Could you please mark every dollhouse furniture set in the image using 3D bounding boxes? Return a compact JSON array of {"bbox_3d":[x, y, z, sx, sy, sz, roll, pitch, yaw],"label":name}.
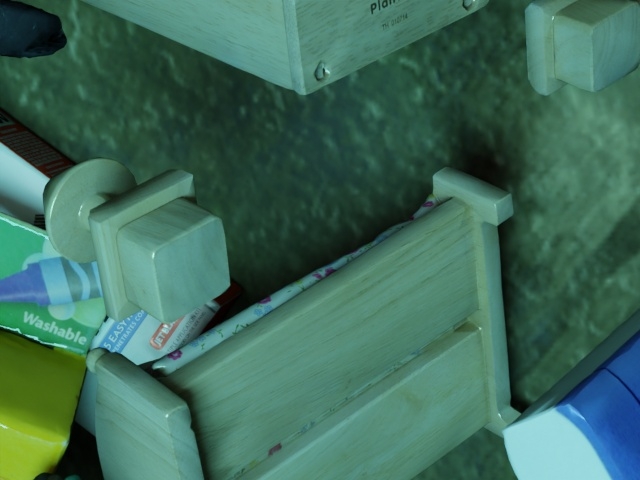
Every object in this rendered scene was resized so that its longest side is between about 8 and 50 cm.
[{"bbox_3d":[0.000,0.000,0.835,0.174,0.303,0.355,28,136,41],"label":"dollhouse furniture set"}]

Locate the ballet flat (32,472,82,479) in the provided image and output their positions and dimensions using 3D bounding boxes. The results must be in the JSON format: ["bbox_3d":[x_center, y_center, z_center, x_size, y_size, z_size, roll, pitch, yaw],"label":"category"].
[{"bbox_3d":[-0.108,0.225,0.824,0.096,0.095,0.280,-18,126,1],"label":"ballet flat"}]

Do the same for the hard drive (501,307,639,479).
[{"bbox_3d":[0.208,0.094,0.706,0.040,0.319,0.210,-29,92,40],"label":"hard drive"}]

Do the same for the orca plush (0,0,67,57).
[{"bbox_3d":[-0.179,-0.087,0.793,0.151,0.287,0.102,-46,121,-21],"label":"orca plush"}]

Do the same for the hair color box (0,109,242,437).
[{"bbox_3d":[-0.134,0.014,0.881,0.167,0.053,0.093,36,102,5],"label":"hair color box"}]

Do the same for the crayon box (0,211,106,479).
[{"bbox_3d":[-0.245,0.120,0.838,0.203,0.083,0.323,23,113,-10],"label":"crayon box"}]
